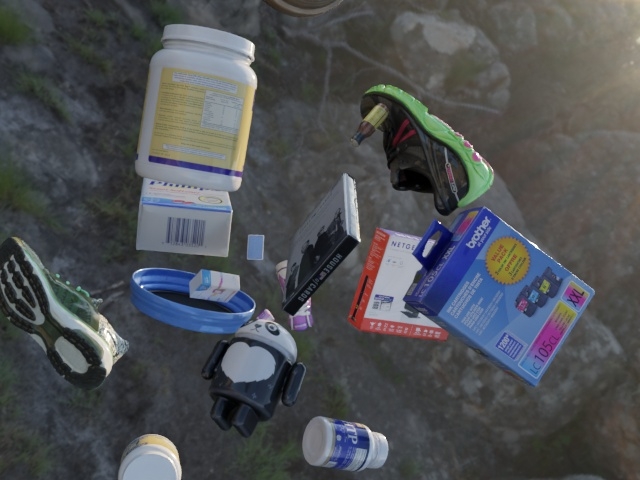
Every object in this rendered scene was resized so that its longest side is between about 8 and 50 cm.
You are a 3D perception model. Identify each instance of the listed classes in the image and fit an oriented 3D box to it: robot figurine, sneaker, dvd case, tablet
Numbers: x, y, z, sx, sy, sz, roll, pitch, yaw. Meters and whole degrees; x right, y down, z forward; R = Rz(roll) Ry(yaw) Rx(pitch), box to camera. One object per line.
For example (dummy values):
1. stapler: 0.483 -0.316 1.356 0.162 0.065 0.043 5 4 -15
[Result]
1. robot figurine: -0.165 0.325 1.628 0.209 0.173 0.278 32 60 -14
2. sneaker: -0.613 0.161 1.606 0.410 0.158 0.182 52 22 2
3. sneaker: -0.058 0.163 1.890 0.282 0.102 0.161 82 -1 -63
4. dvd case: 0.000 0.000 1.163 0.029 0.179 0.239 33 25 -16
5. tablet: -0.218 0.023 2.250 0.006 0.054 0.083 48 45 -81
6. sneaker: 0.222 -0.238 1.709 0.185 0.202 0.483 34 12 -45

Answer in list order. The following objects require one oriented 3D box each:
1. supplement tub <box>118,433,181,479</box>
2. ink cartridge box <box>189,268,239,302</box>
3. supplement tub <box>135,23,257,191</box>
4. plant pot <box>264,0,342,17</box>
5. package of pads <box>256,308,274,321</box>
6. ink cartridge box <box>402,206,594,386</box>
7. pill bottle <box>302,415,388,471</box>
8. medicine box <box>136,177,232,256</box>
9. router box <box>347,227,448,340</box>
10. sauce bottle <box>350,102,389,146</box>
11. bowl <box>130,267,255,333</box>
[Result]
1. supplement tub: -0.411 0.555 1.619 0.144 0.144 0.199 49 -15 -5
2. ink cartridge box: -0.308 0.133 1.955 0.122 0.088 0.052 11 54 -32
3. supplement tub: -0.273 -0.289 1.505 0.240 0.332 0.241 10 5 -1
4. plant pot: -0.018 -0.526 1.189 0.237 0.237 0.109 37 -9 -26
5. package of pads: -0.186 0.264 2.263 0.032 0.050 0.083 49 -5 -14
6. ink cartridge box: 0.379 0.108 1.541 0.395 0.270 0.151 35 -8 -5
7. pill bottle: 0.062 0.485 1.588 0.186 0.112 0.112 19 40 -30
8. medicine box: -0.414 -0.077 2.035 0.263 0.149 0.289 5 20 -14
9. router box: 0.279 0.140 2.048 0.335 0.301 0.082 10 12 -28
10. sauce bottle: 0.119 -0.282 1.650 0.042 0.042 0.128 46 67 -11
11. bowl: -0.398 0.186 2.080 0.390 0.077 0.391 17 9 -3
